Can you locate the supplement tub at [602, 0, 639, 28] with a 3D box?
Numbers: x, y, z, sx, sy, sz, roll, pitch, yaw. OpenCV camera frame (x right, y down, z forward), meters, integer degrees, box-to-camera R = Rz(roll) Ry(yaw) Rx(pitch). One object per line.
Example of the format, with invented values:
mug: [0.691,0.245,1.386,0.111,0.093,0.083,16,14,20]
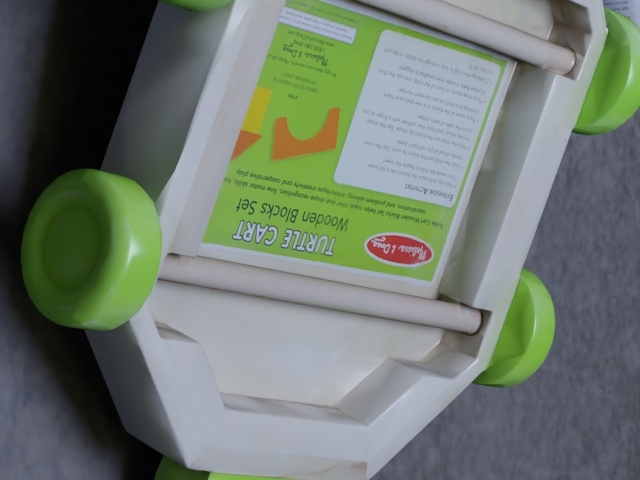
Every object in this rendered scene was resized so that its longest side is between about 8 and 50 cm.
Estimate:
supplement tub: [0.153,-0.137,0.962,0.071,0.071,0.107,-27,113,-42]

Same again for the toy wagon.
toy wagon: [0.000,0.000,0.781,0.267,0.068,0.344,12,100,-49]
